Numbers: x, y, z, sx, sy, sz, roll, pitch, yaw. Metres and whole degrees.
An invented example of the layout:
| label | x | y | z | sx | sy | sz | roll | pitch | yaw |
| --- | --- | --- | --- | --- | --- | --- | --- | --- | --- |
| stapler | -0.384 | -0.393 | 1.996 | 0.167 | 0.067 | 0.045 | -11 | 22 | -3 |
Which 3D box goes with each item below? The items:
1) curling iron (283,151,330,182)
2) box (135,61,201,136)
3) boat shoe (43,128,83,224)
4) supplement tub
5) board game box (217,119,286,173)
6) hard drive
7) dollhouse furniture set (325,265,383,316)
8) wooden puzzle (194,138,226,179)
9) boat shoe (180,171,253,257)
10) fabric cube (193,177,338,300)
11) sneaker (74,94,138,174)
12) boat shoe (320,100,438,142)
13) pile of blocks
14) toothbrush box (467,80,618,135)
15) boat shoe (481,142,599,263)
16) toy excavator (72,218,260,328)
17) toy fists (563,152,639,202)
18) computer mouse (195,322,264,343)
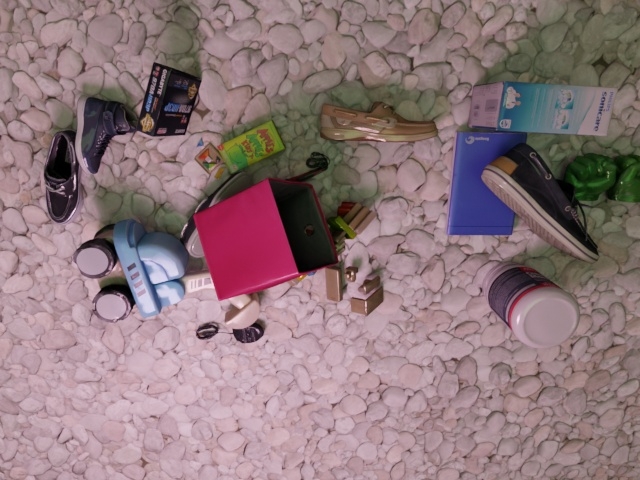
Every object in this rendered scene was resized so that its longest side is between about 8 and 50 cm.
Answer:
| label | x | y | z | sx | sy | sz | roll | pitch | yaw |
| --- | --- | --- | --- | --- | --- | --- | --- | --- | --- |
| curling iron | -0.097 | -0.192 | 1.278 | 0.274 | 0.035 | 0.068 | -28 | 101 | 7 |
| box | -0.405 | -0.373 | 1.121 | 0.051 | 0.220 | 0.175 | 22 | 105 | -2 |
| boat shoe | -0.773 | -0.181 | 1.235 | 0.108 | 0.102 | 0.301 | 20 | 105 | -7 |
| supplement tub | 0.635 | 0.189 | 1.279 | 0.191 | 0.272 | 0.191 | 0 | 107 | -1 |
| board game box | -0.206 | -0.281 | 1.244 | 0.182 | 0.043 | 0.092 | -24 | 105 | 6 |
| hard drive | 0.510 | -0.173 | 1.288 | 0.211 | 0.040 | 0.318 | 0 | 107 | -1 |
| dollhouse furniture set | 0.116 | 0.150 | 1.389 | 0.151 | 0.123 | 0.143 | 8 | 110 | 33 |
| wooden puzzle | -0.339 | -0.248 | 1.268 | 0.116 | 0.014 | 0.078 | 41 | 102 | -12 |
| boat shoe | -0.326 | -0.094 | 1.267 | 0.302 | 0.091 | 0.114 | -52 | 143 | -4 |
| fabric cube | -0.143 | -0.001 | 1.153 | 0.258 | 0.259 | 0.253 | -22 | 83 | 25 |
| sneaker | -0.618 | -0.297 | 1.211 | 0.164 | 0.086 | 0.226 | 8 | 106 | 0 |
| boat shoe | 0.170 | -0.343 | 1.190 | 0.342 | 0.121 | 0.110 | 1 | 108 | 0 |
| pile of blocks | 0.000 | 0.000 | 1.278 | 0.362 | 0.149 | 0.112 | -43 | 103 | 12 |
| toothbrush box | 0.594 | -0.363 | 1.142 | 0.296 | 0.216 | 0.126 | 1 | 107 | -2 |
| boat shoe | 0.686 | -0.097 | 1.223 | 0.500 | 0.187 | 0.156 | 37 | 98 | -20 |
| toy excavator | -0.448 | 0.120 | 1.293 | 0.446 | 0.222 | 0.432 | -15 | 108 | -5 |
| toy fists | 0.884 | -0.192 | 1.261 | 0.280 | 0.096 | 0.142 | 2 | 106 | 0 |
| computer mouse | -0.313 | 0.316 | 1.433 | 0.242 | 0.041 | 0.071 | -1 | 109 | 6 |
